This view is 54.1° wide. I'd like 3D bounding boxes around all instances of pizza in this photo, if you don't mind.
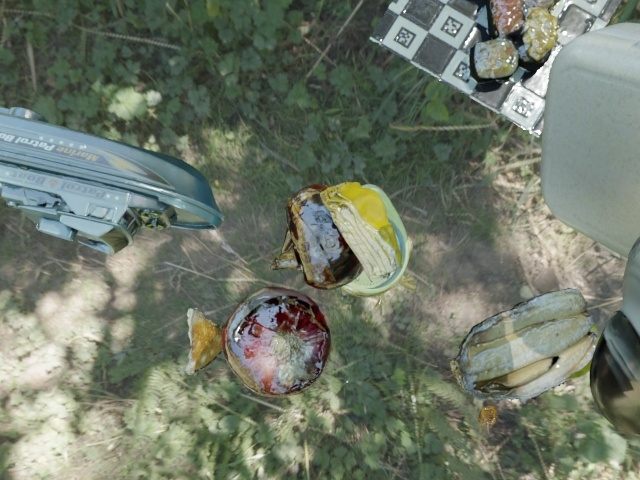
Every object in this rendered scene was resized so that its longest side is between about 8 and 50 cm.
[{"bbox_3d":[-0.343,0.269,1.781,0.052,0.195,0.185,9,36,34],"label":"pizza"}]

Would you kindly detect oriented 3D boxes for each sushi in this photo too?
[{"bbox_3d":[0.459,0.488,1.723,0.050,0.047,0.099,19,34,23],"label":"sushi"},{"bbox_3d":[0.325,-0.420,1.109,0.359,0.064,0.343,32,84,4],"label":"sushi"}]

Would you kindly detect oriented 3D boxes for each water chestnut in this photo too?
[{"bbox_3d":[0.000,0.000,1.321,0.238,0.223,0.223,-18,77,-2],"label":"water chestnut"}]

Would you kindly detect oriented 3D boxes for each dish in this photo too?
[{"bbox_3d":[0.301,0.121,0.532,0.134,0.273,0.273,-21,77,14],"label":"dish"}]

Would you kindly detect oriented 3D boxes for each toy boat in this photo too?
[{"bbox_3d":[-0.248,-0.057,0.673,0.296,0.114,0.122,16,73,-3],"label":"toy boat"}]

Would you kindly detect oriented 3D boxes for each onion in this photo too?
[{"bbox_3d":[-0.111,0.255,1.554,0.272,0.195,0.271,3,69,-7],"label":"onion"}]

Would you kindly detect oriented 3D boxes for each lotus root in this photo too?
[{"bbox_3d":[0.345,0.187,1.090,0.330,0.078,0.167,-10,86,-29],"label":"lotus root"}]

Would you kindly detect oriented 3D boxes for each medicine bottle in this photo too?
[{"bbox_3d":[0.397,-0.071,0.642,0.123,0.282,0.375,-24,37,-19],"label":"medicine bottle"}]

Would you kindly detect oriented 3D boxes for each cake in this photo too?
[{"bbox_3d":[0.072,-0.023,1.083,0.080,0.116,0.184,-16,78,35],"label":"cake"}]

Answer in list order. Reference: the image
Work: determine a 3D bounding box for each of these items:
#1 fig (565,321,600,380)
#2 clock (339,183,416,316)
[{"bbox_3d":[0.467,0.195,1.299,0.167,0.233,0.167,-2,96,-24],"label":"fig"},{"bbox_3d":[0.114,0.033,1.569,0.235,0.096,0.308,-37,101,-20],"label":"clock"}]
